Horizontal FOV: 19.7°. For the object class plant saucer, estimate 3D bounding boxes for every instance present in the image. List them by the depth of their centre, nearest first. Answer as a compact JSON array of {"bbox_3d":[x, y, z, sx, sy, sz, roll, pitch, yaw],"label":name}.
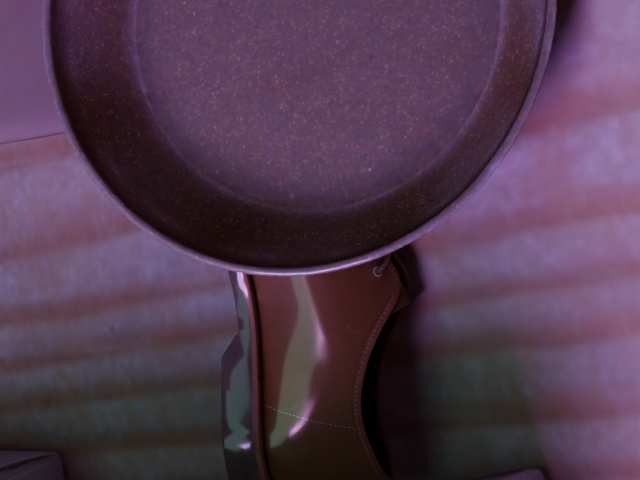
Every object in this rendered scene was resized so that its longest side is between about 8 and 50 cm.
[{"bbox_3d":[-0.007,-0.085,0.683,0.198,0.036,0.199,-1,87,20],"label":"plant saucer"}]

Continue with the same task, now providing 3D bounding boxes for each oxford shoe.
[{"bbox_3d":[0.000,0.000,0.746,0.076,0.076,0.212,-2,98,18],"label":"oxford shoe"}]

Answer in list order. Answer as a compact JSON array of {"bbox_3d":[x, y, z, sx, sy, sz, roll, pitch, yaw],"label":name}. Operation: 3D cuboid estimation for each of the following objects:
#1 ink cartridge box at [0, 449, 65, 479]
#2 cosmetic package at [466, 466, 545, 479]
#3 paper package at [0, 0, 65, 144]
[{"bbox_3d":[-0.233,0.192,0.994,0.208,0.087,0.153,-2,96,32],"label":"ink cartridge box"},{"bbox_3d":[-0.088,0.207,0.737,0.365,0.197,0.155,-17,90,36],"label":"cosmetic package"},{"bbox_3d":[-0.211,-0.199,0.721,0.168,0.309,0.325,21,116,48],"label":"paper package"}]
